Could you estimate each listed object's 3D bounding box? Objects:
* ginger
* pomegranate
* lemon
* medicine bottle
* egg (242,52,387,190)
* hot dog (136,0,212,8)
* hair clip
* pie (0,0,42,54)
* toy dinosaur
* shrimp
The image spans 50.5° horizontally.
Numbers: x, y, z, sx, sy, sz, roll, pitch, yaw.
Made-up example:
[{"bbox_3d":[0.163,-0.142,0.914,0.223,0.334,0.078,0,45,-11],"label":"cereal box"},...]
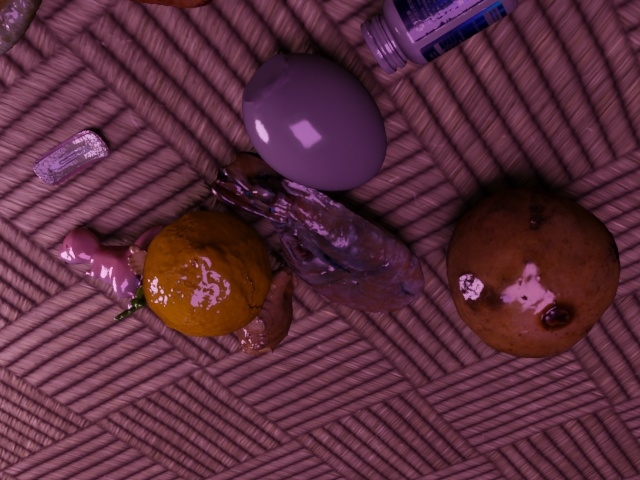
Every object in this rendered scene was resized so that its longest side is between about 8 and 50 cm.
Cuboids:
[{"bbox_3d":[-0.101,0.134,1.226,0.102,0.157,0.216,16,156,-2],"label":"ginger"},{"bbox_3d":[0.342,0.054,1.121,0.281,0.281,0.281,-1,130,-1],"label":"pomegranate"},{"bbox_3d":[-0.177,0.052,1.065,0.204,0.204,0.260,4,169,-5],"label":"lemon"},{"bbox_3d":[0.154,-0.305,0.905,0.191,0.107,0.107,-28,126,21],"label":"medicine bottle"},{"bbox_3d":[-0.001,-0.163,0.976,0.232,0.176,0.176,33,122,-27],"label":"egg"},{"bbox_3d":[-0.242,-0.363,0.805,0.272,0.122,0.196,-2,158,-26],"label":"hot dog"},{"bbox_3d":[-0.399,-0.133,1.092,0.137,0.022,0.054,-25,126,19],"label":"hair clip"},{"bbox_3d":[-0.498,-0.365,0.865,0.302,0.067,0.302,0,130,0],"label":"pie"},{"bbox_3d":[-0.342,0.031,1.192,0.194,0.152,0.177,-27,97,28],"label":"toy dinosaur"},{"bbox_3d":[0.000,0.000,1.174,0.221,0.110,0.446,-24,130,39],"label":"shrimp"}]
